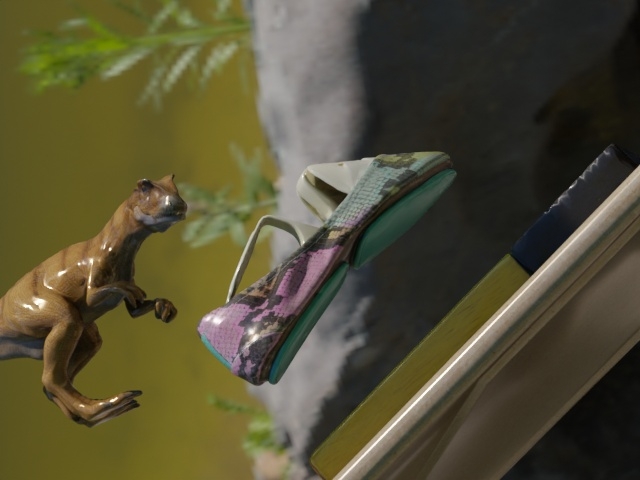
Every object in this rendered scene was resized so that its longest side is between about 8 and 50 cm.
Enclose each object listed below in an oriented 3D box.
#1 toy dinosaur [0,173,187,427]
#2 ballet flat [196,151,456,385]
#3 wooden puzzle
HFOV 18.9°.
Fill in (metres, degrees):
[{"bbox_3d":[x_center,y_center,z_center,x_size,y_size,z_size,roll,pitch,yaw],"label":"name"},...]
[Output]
[{"bbox_3d":[-0.136,0.040,0.939,0.211,0.064,0.112,-29,83,19],"label":"toy dinosaur"},{"bbox_3d":[0.000,0.000,1.260,0.079,0.221,0.077,36,152,12],"label":"ballet flat"},{"bbox_3d":[0.080,0.039,0.724,0.044,0.221,0.238,42,101,17],"label":"wooden puzzle"}]
